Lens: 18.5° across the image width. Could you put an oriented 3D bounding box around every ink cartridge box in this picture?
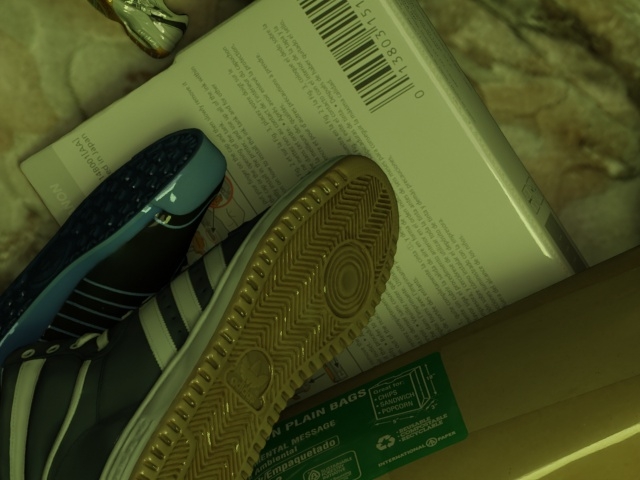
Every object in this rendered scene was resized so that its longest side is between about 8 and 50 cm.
[{"bbox_3d":[0.000,0.000,1.228,0.261,0.066,0.296,-31,97,20],"label":"ink cartridge box"}]

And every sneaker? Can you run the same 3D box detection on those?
[{"bbox_3d":[-0.126,0.035,1.199,0.090,0.081,0.232,39,105,-26],"label":"sneaker"},{"bbox_3d":[-0.078,0.056,1.136,0.282,0.153,0.099,-55,129,-26],"label":"sneaker"},{"bbox_3d":[-0.118,-0.152,1.224,0.083,0.032,0.037,44,74,-12],"label":"sneaker"}]

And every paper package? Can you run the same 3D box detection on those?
[{"bbox_3d":[0.126,0.208,1.145,0.325,0.168,0.309,-25,116,4],"label":"paper package"}]
